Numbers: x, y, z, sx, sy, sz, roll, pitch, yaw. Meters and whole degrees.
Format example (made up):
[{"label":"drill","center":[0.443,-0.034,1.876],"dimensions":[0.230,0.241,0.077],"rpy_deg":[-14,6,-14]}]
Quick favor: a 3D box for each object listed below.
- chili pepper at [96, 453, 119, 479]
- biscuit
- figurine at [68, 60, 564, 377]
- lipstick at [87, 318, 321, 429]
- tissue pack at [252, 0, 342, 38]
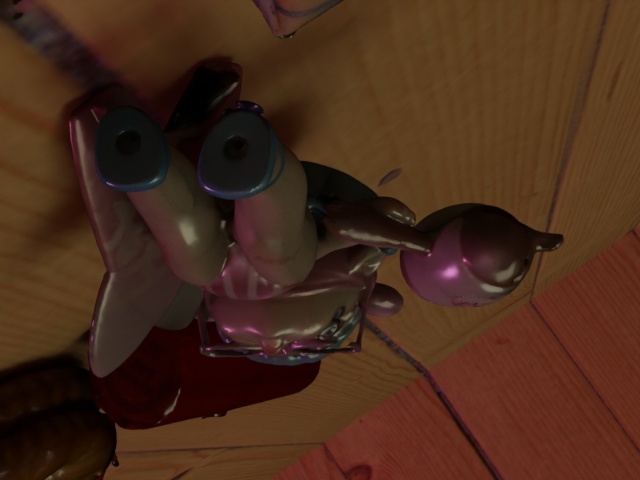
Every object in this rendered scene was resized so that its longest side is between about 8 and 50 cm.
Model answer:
[{"label":"chili pepper","center":[-0.299,0.265,0.862],"dimensions":[0.368,0.091,0.137],"rpy_deg":[-27,177,-19]},{"label":"biscuit","center":[-0.217,0.157,0.702],"dimensions":[0.220,0.066,0.220],"rpy_deg":[-33,168,-8]},{"label":"figurine","center":[-0.008,-0.011,0.494],"dimensions":[0.205,0.102,0.260],"rpy_deg":[-10,165,6]},{"label":"lipstick","center":[-0.069,0.083,0.799],"dimensions":[0.073,0.073,0.280],"rpy_deg":[-37,167,11]},{"label":"tissue pack","center":[0.033,-0.126,0.297],"dimensions":[0.148,0.060,0.108],"rpy_deg":[-32,169,-6]}]
